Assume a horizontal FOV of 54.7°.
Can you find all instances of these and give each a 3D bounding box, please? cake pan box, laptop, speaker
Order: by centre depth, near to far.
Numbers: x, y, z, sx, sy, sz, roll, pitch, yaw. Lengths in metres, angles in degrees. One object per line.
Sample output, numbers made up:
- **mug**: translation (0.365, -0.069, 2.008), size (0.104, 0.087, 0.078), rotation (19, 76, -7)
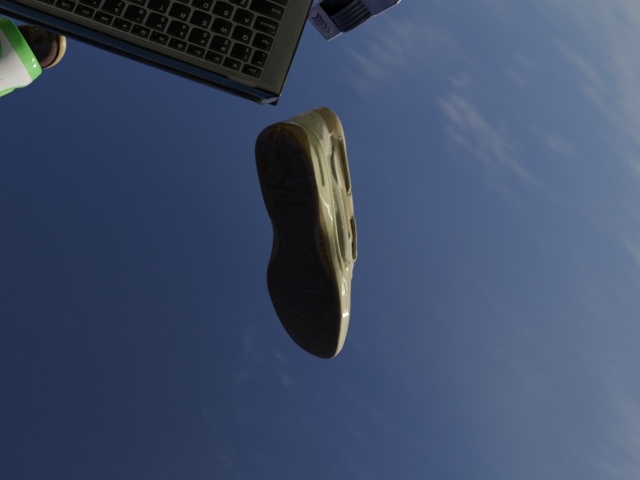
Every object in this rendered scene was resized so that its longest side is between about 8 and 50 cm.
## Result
- **laptop**: translation (-0.188, -0.291, 0.568), size (0.382, 0.236, 0.408), rotation (19, -112, -6)
- **cake pan box**: translation (0.112, -0.432, 0.941), size (0.070, 0.246, 0.267), rotation (45, -103, -18)
- **speaker**: translation (-0.646, -0.273, 1.062), size (0.296, 0.131, 0.131), rotation (-33, -103, -17)

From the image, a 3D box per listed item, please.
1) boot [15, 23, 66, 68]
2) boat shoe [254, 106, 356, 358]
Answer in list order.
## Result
- **boot**: translation (-0.650, -0.376, 1.217), size (0.207, 0.248, 0.090), rotation (-27, -67, -53)
- **boat shoe**: translation (0.000, 0.000, 0.714), size (0.109, 0.302, 0.098), rotation (13, -147, 35)
